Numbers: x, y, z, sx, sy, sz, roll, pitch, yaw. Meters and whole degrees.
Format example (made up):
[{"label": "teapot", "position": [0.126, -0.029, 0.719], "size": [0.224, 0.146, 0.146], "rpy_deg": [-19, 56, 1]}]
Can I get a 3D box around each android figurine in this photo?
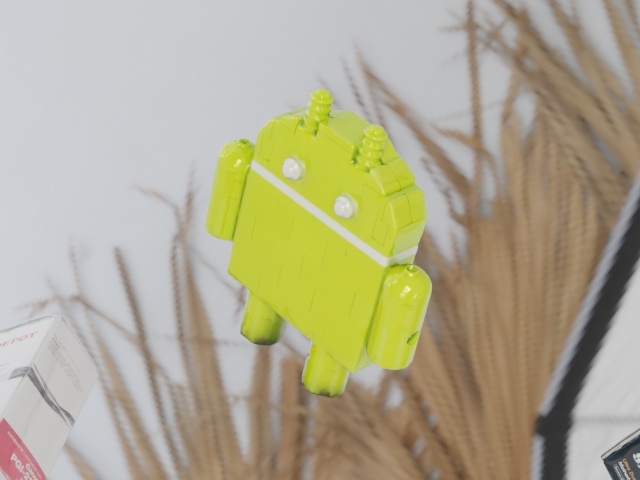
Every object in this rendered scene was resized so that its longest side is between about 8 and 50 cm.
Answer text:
[{"label": "android figurine", "position": [0.000, 0.000, 1.339], "size": [0.056, 0.273, 0.248], "rpy_deg": [-24, 51, -41]}]

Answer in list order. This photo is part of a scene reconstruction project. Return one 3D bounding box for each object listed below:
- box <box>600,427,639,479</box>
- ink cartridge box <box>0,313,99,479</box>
[{"label": "box", "position": [0.252, 0.172, 0.746], "size": [0.175, 0.051, 0.220], "rpy_deg": [-8, 64, -42]}, {"label": "ink cartridge box", "position": [-0.339, 0.187, 1.580], "size": [0.092, 0.158, 0.218], "rpy_deg": [59, 28, -27]}]
